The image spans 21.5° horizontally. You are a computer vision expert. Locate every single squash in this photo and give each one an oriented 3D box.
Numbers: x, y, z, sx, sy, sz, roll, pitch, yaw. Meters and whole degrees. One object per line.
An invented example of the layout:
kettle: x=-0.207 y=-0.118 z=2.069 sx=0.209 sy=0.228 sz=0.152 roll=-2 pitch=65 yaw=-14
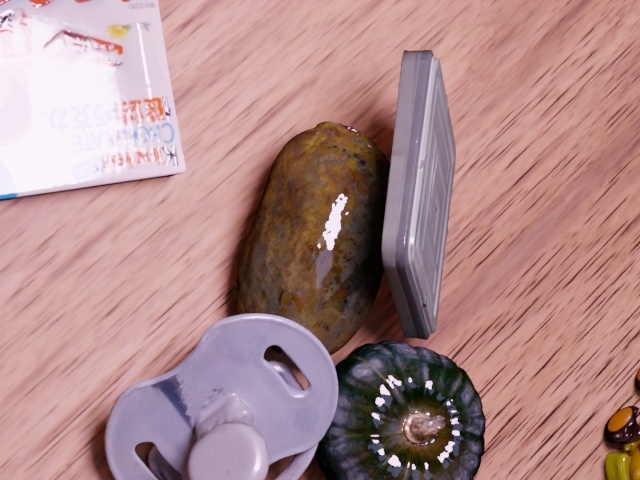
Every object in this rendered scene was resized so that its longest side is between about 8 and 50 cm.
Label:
squash: x=0.092 y=0.223 z=1.979 sx=0.218 sy=0.172 sz=0.218 roll=0 pitch=91 yaw=5

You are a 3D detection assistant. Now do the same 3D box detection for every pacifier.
pacifier: x=-0.094 y=0.222 z=1.850 sx=0.279 sy=0.207 sz=0.227 roll=-37 pitch=110 yaw=3

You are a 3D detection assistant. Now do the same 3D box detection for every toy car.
toy car: x=0.494 y=0.261 z=2.188 sx=0.200 sy=0.142 sz=0.248 roll=41 pitch=69 yaw=-18

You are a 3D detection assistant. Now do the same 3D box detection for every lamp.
lamp: x=0.114 y=-0.048 z=1.947 sx=0.047 sy=0.269 sz=0.266 roll=4 pitch=67 yaw=12

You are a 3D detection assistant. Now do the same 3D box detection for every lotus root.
lotus root: x=0.000 y=0.000 z=1.955 sx=0.160 sy=0.152 sz=0.275 roll=19 pitch=80 yaw=-41

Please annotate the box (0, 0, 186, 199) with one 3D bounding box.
box: x=-0.300 y=-0.185 z=1.879 sx=0.273 sy=0.048 sz=0.265 roll=-11 pitch=92 yaw=-27
